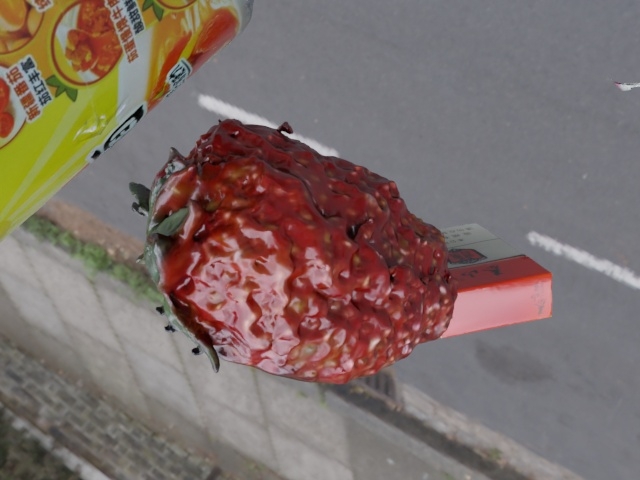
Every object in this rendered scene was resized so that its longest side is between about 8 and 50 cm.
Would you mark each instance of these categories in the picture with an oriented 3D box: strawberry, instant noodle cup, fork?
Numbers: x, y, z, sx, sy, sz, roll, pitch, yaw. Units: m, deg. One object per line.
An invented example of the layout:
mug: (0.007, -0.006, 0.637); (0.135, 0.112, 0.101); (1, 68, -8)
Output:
strawberry: (0.007, 0.011, 0.540); (0.228, 0.174, 0.098); (21, 120, -21)
instant noodle cup: (-0.166, -0.126, 0.419); (0.264, 0.200, 0.264); (43, 157, 23)
fork: (0.369, -0.179, 1.070); (0.016, 0.012, 0.115); (29, 178, -28)

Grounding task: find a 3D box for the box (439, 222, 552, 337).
box: (0.121, 0.030, 0.807); (0.152, 0.100, 0.048); (-135, 35, -70)
